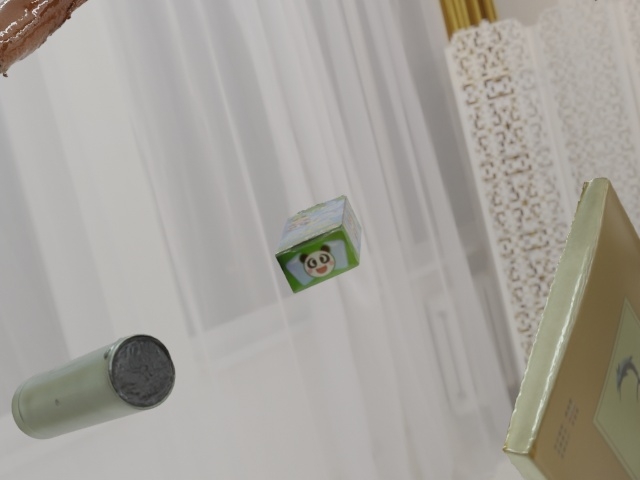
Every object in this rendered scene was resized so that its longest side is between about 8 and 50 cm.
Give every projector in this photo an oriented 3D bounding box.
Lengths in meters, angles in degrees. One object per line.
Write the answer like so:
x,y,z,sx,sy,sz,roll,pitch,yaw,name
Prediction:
-0.344,0.221,1.413,0.108,0.108,0.337,-19,-3,-43,projector

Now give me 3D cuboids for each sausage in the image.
-0.370,-0.329,1.300,0.087,0.079,0.326,-7,38,41,sausage

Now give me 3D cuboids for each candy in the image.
0.000,0.000,1.272,0.097,0.062,0.194,-23,12,9,candy

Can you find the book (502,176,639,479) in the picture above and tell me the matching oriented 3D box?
0.283,0.168,0.835,0.032,0.389,0.269,-5,46,40,book
